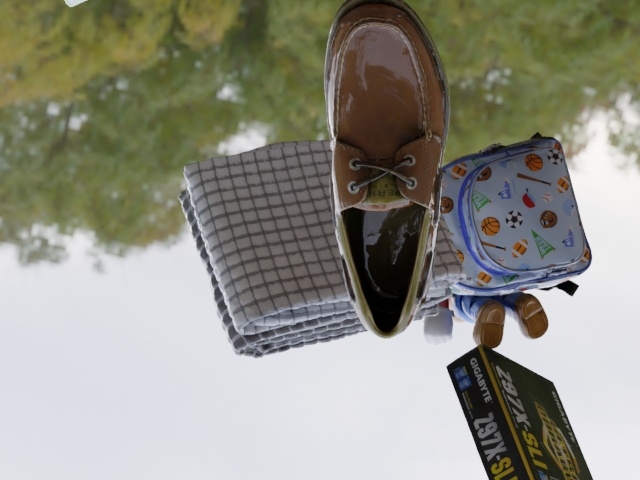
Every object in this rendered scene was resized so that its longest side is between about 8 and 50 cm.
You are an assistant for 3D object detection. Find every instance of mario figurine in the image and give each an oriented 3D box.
[{"bbox_3d":[0.269,0.116,2.703,0.198,0.170,0.320,26,-173,-24],"label":"mario figurine"}]

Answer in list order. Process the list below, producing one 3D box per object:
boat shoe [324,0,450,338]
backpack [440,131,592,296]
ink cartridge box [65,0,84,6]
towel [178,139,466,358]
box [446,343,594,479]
[{"bbox_3d":[0.062,-0.059,1.370,0.110,0.307,0.104,-4,-151,7],"label":"boat shoe"},{"bbox_3d":[0.282,-0.028,2.498,0.263,0.277,0.213,-14,172,-7],"label":"backpack"},{"bbox_3d":[-0.186,-0.401,1.689,0.272,0.198,0.115,-28,-177,-24],"label":"ink cartridge box"},{"bbox_3d":[0.000,0.000,1.826,0.283,0.121,0.235,-11,-123,-16],"label":"towel"},{"bbox_3d":[0.336,0.342,2.466,0.257,0.079,0.322,27,-144,-49],"label":"box"}]
